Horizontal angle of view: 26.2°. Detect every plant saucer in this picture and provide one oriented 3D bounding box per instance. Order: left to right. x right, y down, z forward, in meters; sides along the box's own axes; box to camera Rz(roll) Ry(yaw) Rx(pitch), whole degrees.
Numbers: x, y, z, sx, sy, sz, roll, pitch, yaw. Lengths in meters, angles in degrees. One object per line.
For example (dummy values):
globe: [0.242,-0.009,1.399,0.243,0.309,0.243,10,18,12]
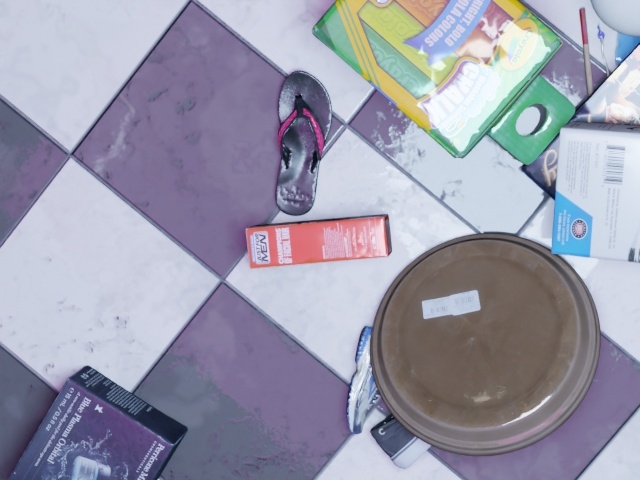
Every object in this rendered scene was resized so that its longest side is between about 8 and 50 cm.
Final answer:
plant saucer: [0.189,0.115,1.622,0.277,0.041,0.278,-7,67,15]

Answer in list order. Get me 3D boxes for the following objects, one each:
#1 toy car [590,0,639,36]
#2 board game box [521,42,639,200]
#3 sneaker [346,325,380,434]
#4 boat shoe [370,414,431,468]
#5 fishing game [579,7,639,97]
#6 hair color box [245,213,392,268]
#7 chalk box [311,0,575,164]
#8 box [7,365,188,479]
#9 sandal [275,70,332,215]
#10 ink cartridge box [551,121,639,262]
toy car: [0.339,-0.307,1.545,0.219,0.210,0.238,-28,88,-2]
board game box: [0.381,-0.119,1.624,0.165,0.042,0.243,42,107,2]
sneaker: [0.066,0.177,1.697,0.058,0.052,0.135,12,96,1]
boat shoe: [0.149,0.176,1.679,0.076,0.080,0.228,42,105,0]
fishing game: [0.443,-0.220,1.632,0.264,0.041,0.189,-5,93,8]
hair color box: [0.000,0.000,1.668,0.167,0.093,0.053,-6,93,6]
chalk box: [0.160,-0.211,1.591,0.289,0.179,0.180,40,98,2]
box: [-0.277,0.267,1.718,0.158,0.093,0.156,31,97,2]
sandal: [-0.023,-0.118,1.687,0.067,0.040,0.179,5,95,6]
ink cartridge box: [0.373,-0.053,1.562,0.203,0.086,0.148,7,102,17]
